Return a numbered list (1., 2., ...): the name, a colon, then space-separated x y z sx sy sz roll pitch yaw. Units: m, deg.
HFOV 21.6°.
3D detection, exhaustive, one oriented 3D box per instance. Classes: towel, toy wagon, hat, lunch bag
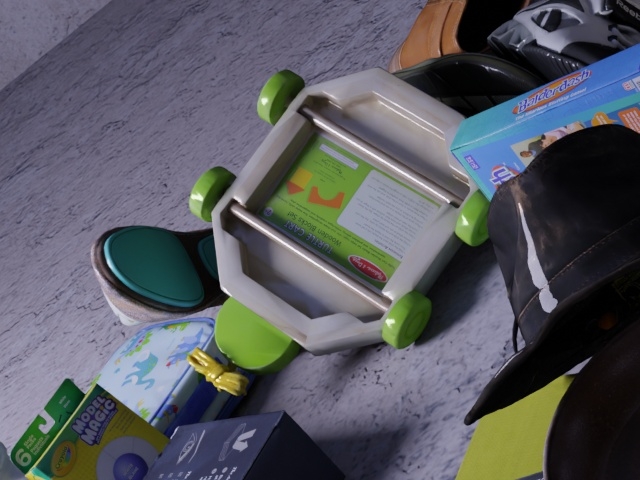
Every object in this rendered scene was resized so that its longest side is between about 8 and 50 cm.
1. towel: 0.142 0.195 1.279 0.102 0.021 0.237 -14 33 37
2. toy wagon: 0.000 0.000 1.604 0.267 0.068 0.344 33 84 25
3. hat: 0.199 -0.005 1.206 0.331 0.134 0.331 -31 -12 -7
4. lunch bag: -0.173 0.181 1.695 0.176 0.090 0.219 -14 34 47

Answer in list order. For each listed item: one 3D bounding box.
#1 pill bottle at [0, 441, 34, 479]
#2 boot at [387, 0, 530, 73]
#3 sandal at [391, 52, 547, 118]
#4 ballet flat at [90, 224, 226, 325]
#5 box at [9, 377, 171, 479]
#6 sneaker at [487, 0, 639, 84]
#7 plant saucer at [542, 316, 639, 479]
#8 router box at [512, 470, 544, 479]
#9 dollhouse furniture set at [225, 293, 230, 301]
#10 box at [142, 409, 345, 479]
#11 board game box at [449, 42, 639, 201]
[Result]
1. pill bottle: -0.275 0.266 1.579 0.103 0.184 0.103 -33 25 17
2. boot: 0.184 -0.295 1.901 0.283 0.109 0.220 -53 9 -14
3. sandal: 0.159 -0.155 1.760 0.086 0.120 0.302 -33 20 -19
4. ballet flat: -0.160 0.045 1.769 0.106 0.108 0.316 -33 -16 27
5. box: -0.188 0.212 1.547 0.105 0.179 0.043 -56 6 -31
6. sneaker: 0.276 -0.197 1.634 0.146 0.122 0.330 -42 23 2
7. plant saucer: 0.295 0.123 1.062 0.310 0.050 0.311 -21 29 12
8. router box: 0.186 0.205 1.135 0.178 0.046 0.133 -21 29 25
9. dollhouse furniture set: 0.000 0.059 1.726 0.151 0.123 0.144 -12 11 -26
10. box: -0.088 0.240 1.455 0.158 0.093 0.156 -15 34 48
11. board game box: 0.239 -0.067 1.412 0.210 0.160 0.047 -22 29 36
